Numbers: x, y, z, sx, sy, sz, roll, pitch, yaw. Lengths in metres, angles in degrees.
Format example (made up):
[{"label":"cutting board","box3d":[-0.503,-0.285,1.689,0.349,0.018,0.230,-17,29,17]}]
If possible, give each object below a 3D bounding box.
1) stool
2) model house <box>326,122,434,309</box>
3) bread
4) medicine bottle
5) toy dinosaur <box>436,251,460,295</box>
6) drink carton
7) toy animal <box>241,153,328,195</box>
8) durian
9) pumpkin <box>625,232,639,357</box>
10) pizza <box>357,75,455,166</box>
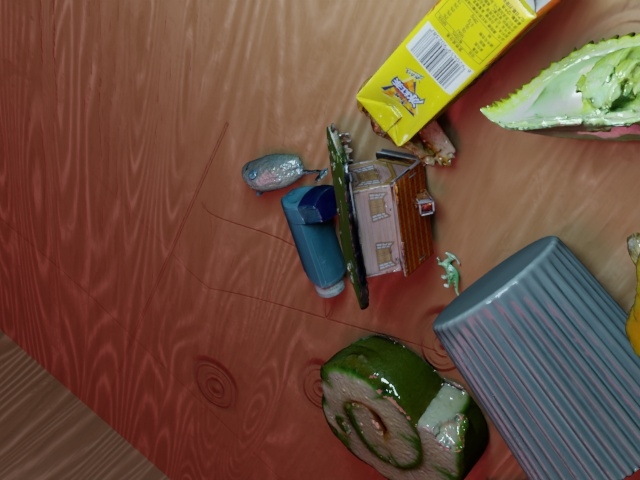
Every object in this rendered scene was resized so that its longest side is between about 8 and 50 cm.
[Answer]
[{"label":"stool","box3d":[0.368,0.193,1.640,0.330,0.297,0.297,52,146,-1]},{"label":"model house","box3d":[0.109,-0.057,1.825,0.207,0.153,0.294,-104,5,-61]},{"label":"bread","box3d":[0.168,0.370,2.179,0.382,0.129,0.366,-8,119,50]},{"label":"medicine bottle","box3d":[0.000,0.000,2.024,0.124,0.079,0.258,16,137,37]},{"label":"toy dinosaur","box3d":[0.240,0.058,1.874,0.083,0.021,0.062,42,134,10]},{"label":"drink carton","box3d":[0.201,-0.278,1.442,0.111,0.154,0.351,49,147,2]},{"label":"toy animal","box3d":[-0.057,-0.125,1.957,0.253,0.079,0.070,6,151,47]},{"label":"durian","box3d":[0.396,-0.168,1.329,0.355,0.169,0.158,1,124,49]},{"label":"pumpkin","box3d":[0.524,0.062,1.465,0.221,0.139,0.317,23,143,26]},{"label":"pizza","box3d":[0.134,-0.180,1.673,0.194,0.069,0.154,44,165,-3]}]
